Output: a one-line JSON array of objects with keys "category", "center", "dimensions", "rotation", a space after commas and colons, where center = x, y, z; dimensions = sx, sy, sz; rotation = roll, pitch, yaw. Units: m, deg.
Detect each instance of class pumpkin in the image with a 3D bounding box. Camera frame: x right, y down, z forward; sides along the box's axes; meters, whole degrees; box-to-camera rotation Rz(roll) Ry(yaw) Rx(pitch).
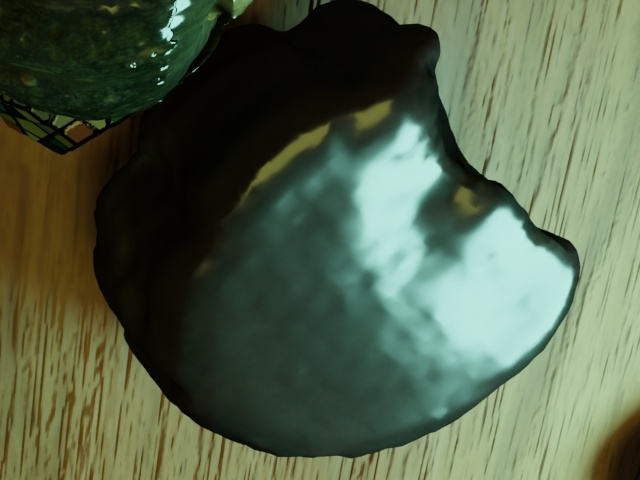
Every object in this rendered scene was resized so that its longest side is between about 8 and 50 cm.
[{"category": "pumpkin", "center": [-0.150, -0.238, 1.219], "dimensions": [0.257, 0.291, 0.327], "rotation": [31, 79, 3]}]

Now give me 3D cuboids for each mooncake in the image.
[{"category": "mooncake", "center": [0.000, 0.000, 1.470], "dimensions": [0.351, 0.212, 0.381], "rotation": [-32, 131, -11]}]

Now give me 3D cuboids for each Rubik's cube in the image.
[{"category": "Rubik's cube", "center": [-0.195, -0.132, 1.386], "dimensions": [0.133, 0.112, 0.133], "rotation": [-9, 121, -16]}]

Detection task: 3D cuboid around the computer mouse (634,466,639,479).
[{"category": "computer mouse", "center": [0.412, 0.215, 1.838], "dimensions": [0.264, 0.088, 0.147], "rotation": [-40, 108, 3]}]
